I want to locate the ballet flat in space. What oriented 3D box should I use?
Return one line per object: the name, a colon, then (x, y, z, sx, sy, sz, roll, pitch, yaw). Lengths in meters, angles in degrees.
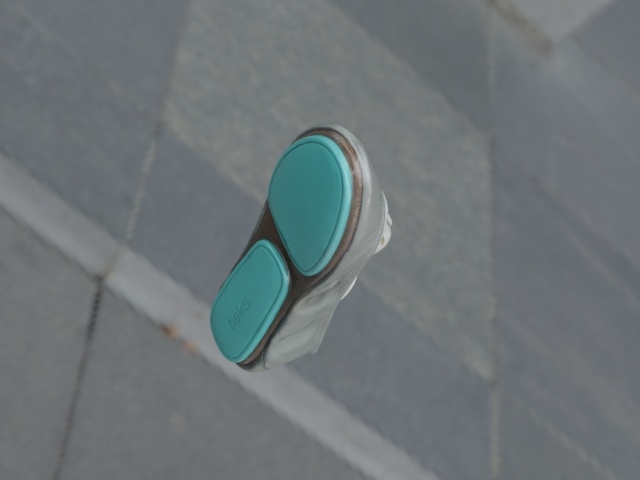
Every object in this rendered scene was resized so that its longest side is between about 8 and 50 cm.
ballet flat: (0.000, 0.000, 0.965, 0.068, 0.213, 0.072, -13, 66, -29)
